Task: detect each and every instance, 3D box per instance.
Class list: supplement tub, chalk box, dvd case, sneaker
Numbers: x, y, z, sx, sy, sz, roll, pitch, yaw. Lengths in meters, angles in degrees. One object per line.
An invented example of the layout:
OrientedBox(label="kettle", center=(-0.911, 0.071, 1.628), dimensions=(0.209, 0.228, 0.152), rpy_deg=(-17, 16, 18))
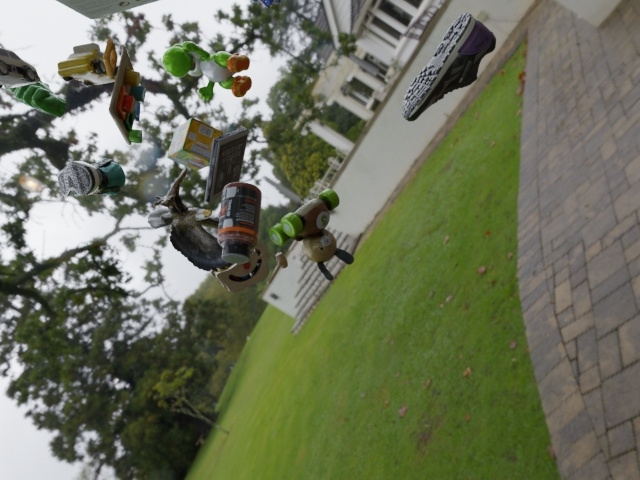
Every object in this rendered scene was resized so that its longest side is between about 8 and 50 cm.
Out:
OrientedBox(label="supplement tub", center=(-0.208, -0.044, 1.267), dimensions=(0.106, 0.106, 0.198), rpy_deg=(127, 148, -61))
OrientedBox(label="chalk box", center=(-0.483, -0.352, 1.863), dimensions=(0.213, 0.132, 0.132), rpy_deg=(-7, 67, 54))
OrientedBox(label="dvd case", center=(-0.329, -0.265, 1.738), dimensions=(0.179, 0.029, 0.239), rpy_deg=(-43, -25, -54))
OrientedBox(label="sneaker", center=(0.324, -0.402, 1.234), dimensions=(0.283, 0.124, 0.107), rpy_deg=(-54, 25, 26))
OrientedBox(label="sneaker", center=(-0.706, -0.200, 1.583), dimensions=(0.178, 0.124, 0.295), rpy_deg=(-20, 14, -40))

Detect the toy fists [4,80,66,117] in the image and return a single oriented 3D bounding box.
OrientedBox(label="toy fists", center=(-1.033, -0.539, 1.779), dimensions=(0.142, 0.279, 0.096), rpy_deg=(11, -68, -54))

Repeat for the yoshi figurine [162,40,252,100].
OrientedBox(label="yoshi figurine", center=(-0.456, -0.660, 1.895), dimensions=(0.203, 0.362, 0.203), rpy_deg=(-68, -21, 1))

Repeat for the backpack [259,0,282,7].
OrientedBox(label="backpack", center=(-0.126, -0.680, 1.313), dimensions=(0.101, 0.098, 0.120), rpy_deg=(-57, 16, 3))

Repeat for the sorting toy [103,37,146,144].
OrientedBox(label="sorting toy", center=(-0.481, -0.362, 1.253), dimensions=(0.348, 0.047, 0.196), rpy_deg=(128, 146, -76))

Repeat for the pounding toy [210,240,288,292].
OrientedBox(label="pounding toy", center=(-0.251, 0.083, 1.795), dimensions=(0.269, 0.154, 0.155), rpy_deg=(-27, 20, -23))

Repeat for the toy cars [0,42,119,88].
OrientedBox(label="toy cars", center=(-0.648, -0.418, 1.165), dimensions=(0.176, 0.087, 0.393), rpy_deg=(0, 14, 46))

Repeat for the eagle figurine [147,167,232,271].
OrientedBox(label="eagle figurine", center=(-0.405, -0.055, 1.651), dimensions=(0.226, 0.298, 0.225), rpy_deg=(-47, 30, -8))

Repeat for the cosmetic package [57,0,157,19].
OrientedBox(label="cosmetic package", center=(-0.643, -0.906, 1.394), dimensions=(0.327, 0.329, 0.394), rpy_deg=(-30, -70, -78))

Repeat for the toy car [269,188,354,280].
OrientedBox(label="toy car", center=(0.000, 0.000, 1.201), dimensions=(0.155, 0.188, 0.149), rpy_deg=(-36, 1, -32))
